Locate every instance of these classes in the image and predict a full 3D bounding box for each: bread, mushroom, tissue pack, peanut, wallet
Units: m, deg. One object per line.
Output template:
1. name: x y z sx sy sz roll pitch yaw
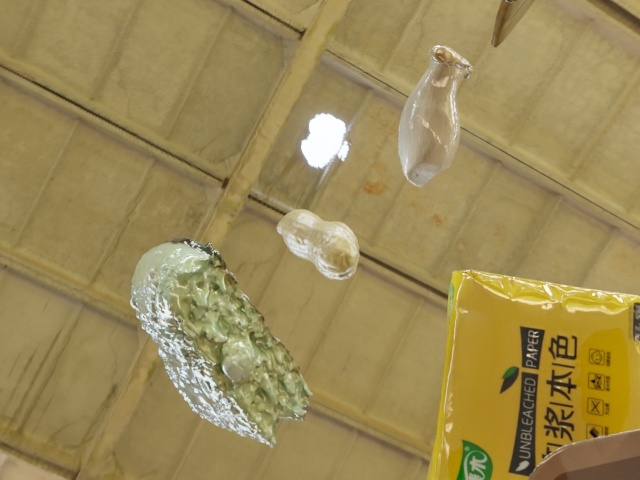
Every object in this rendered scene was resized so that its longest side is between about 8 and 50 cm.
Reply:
1. bread: -0.083 0.099 0.519 0.172 0.232 0.064 37 -118 18
2. mushroom: 0.172 -0.185 0.955 0.096 0.088 0.213 13 -87 -14
3. tissue pack: 0.319 0.265 0.967 0.293 0.228 0.382 8 -110 10
4. peanut: 0.000 0.000 1.443 0.123 0.256 0.124 -19 -55 -30
5. wallet: 0.367 -0.450 1.169 0.031 0.255 0.137 36 -85 9

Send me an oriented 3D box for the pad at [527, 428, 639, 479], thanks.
1. pad: 0.186 0.225 0.362 0.176 0.002 0.267 -6 -77 -16
